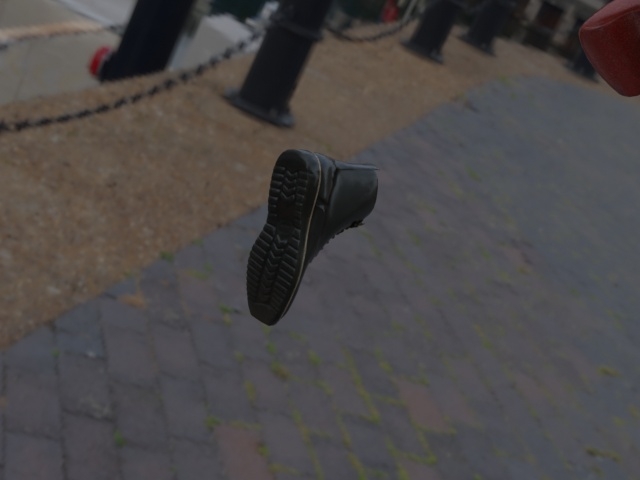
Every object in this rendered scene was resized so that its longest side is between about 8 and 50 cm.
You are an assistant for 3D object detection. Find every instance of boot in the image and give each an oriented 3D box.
[{"bbox_3d":[0.000,0.000,1.354,0.137,0.198,0.077,2,22,-46],"label":"boot"}]

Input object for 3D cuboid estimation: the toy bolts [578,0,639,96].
[{"bbox_3d":[0.214,-0.172,0.602,0.218,0.158,0.228,35,-7,41],"label":"toy bolts"}]
